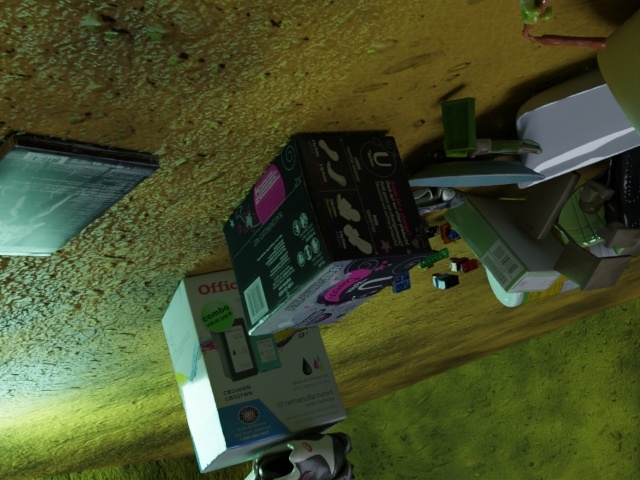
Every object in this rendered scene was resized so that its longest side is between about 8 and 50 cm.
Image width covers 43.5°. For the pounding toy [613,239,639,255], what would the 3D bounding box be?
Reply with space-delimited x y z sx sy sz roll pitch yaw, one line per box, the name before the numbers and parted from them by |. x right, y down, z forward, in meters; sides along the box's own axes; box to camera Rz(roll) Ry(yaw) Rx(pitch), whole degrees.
pounding toy | 0.610 -0.076 1.462 0.183 0.110 0.237 -17 157 -28

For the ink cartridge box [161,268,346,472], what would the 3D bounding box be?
ink cartridge box | -0.115 0.200 1.288 0.198 0.270 0.197 -10 159 -25

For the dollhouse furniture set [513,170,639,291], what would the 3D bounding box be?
dollhouse furniture set | 0.407 -0.026 1.247 0.123 0.151 0.144 -1 123 -49

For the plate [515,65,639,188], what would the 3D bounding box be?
plate | 0.382 -0.173 1.042 0.277 0.045 0.278 -20 162 9

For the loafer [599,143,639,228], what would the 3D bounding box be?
loafer | 0.466 -0.086 1.255 0.080 0.078 0.220 -34 135 -21

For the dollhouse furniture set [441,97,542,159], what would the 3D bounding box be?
dollhouse furniture set | 0.197 -0.131 0.958 0.076 0.059 0.151 -3 180 41

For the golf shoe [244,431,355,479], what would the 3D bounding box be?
golf shoe | -0.069 0.364 1.253 0.120 0.105 0.273 19 135 -36

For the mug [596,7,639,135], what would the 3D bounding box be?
mug | 0.507 -0.179 0.749 0.374 0.276 0.328 15 135 -38

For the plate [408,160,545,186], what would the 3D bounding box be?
plate | 0.203 -0.089 1.070 0.188 0.024 0.188 -1 -179 0

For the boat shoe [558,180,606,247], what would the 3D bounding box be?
boat shoe | 0.526 -0.071 1.380 0.089 0.105 0.285 -4 157 -30

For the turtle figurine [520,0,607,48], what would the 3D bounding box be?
turtle figurine | 0.257 -0.258 0.609 0.269 0.087 0.217 -18 156 27

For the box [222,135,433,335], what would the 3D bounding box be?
box | 0.000 0.000 0.987 0.142 0.163 0.247 -6 159 -29

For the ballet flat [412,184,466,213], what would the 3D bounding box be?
ballet flat | 0.165 -0.062 1.172 0.114 0.041 0.041 -14 162 -16

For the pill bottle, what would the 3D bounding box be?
pill bottle | 0.460 0.035 1.573 0.245 0.136 0.136 -15 162 -11

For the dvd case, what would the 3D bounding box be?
dvd case | -0.295 -0.039 0.828 0.221 0.018 0.164 -32 159 34

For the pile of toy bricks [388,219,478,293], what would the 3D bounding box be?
pile of toy bricks | 0.156 0.023 1.335 0.212 0.118 0.105 -18 -163 -31

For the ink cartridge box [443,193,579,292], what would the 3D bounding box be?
ink cartridge box | 0.327 0.004 1.299 0.235 0.171 0.056 2 133 -47
